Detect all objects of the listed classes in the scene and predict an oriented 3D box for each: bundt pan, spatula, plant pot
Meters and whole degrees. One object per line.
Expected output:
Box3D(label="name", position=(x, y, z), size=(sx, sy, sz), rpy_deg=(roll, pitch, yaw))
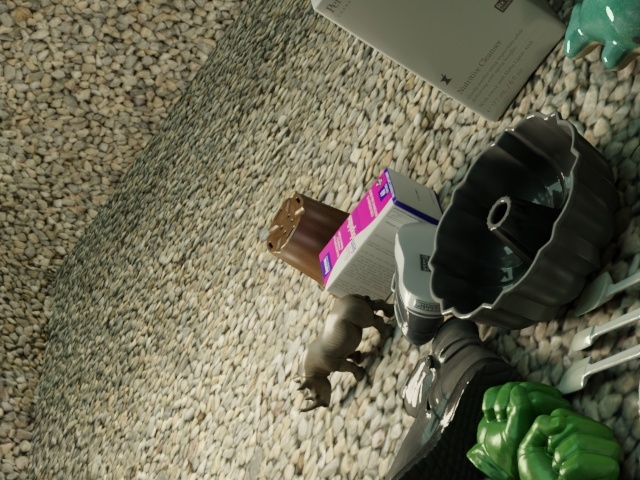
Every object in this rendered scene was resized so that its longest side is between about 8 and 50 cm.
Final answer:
Box3D(label="bundt pan", position=(0.300, -0.013, 1.880), size=(0.331, 0.124, 0.331), rpy_deg=(-47, 27, 32))
Box3D(label="spatula", position=(0.372, 0.104, 1.679), size=(0.168, 0.019, 0.242), rpy_deg=(-67, 7, -22))
Box3D(label="plant pot", position=(0.000, 0.000, 2.455), size=(0.167, 0.165, 0.167), rpy_deg=(-46, 29, 34))

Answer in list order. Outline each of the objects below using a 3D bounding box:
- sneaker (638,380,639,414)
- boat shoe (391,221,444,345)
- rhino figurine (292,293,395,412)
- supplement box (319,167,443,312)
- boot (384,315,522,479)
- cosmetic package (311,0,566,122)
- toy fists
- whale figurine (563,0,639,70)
Box3D(label="sneaker", position=(0.404, 0.205, 1.505), size=(0.095, 0.090, 0.235), rpy_deg=(-47, 21, 59))
Box3D(label="boat shoe", position=(0.164, 0.067, 2.100), size=(0.301, 0.108, 0.102), rpy_deg=(-85, 7, -64))
Box3D(label="rhino figurine", position=(0.027, 0.195, 2.261), size=(0.243, 0.106, 0.073), rpy_deg=(-58, 23, 12))
Box3D(label="supplement box", position=(0.106, 0.001, 2.299), size=(0.220, 0.114, 0.111), rpy_deg=(-54, 25, 25))
Box3D(label="boot", position=(0.161, 0.285, 1.913), size=(0.338, 0.118, 0.223), rpy_deg=(-53, 17, 4))
Box3D(label="cosmetic package", position=(0.190, -0.395, 2.191), size=(0.217, 0.385, 0.156), rpy_deg=(-54, 24, 22))
Box3D(label="toy fists", position=(0.280, 0.264, 1.668), size=(0.142, 0.096, 0.279), rpy_deg=(-61, 22, 4))
Box3D(label="whale figurine", position=(0.438, -0.355, 1.935), size=(0.272, 0.141, 0.216), rpy_deg=(-13, 54, 62))
